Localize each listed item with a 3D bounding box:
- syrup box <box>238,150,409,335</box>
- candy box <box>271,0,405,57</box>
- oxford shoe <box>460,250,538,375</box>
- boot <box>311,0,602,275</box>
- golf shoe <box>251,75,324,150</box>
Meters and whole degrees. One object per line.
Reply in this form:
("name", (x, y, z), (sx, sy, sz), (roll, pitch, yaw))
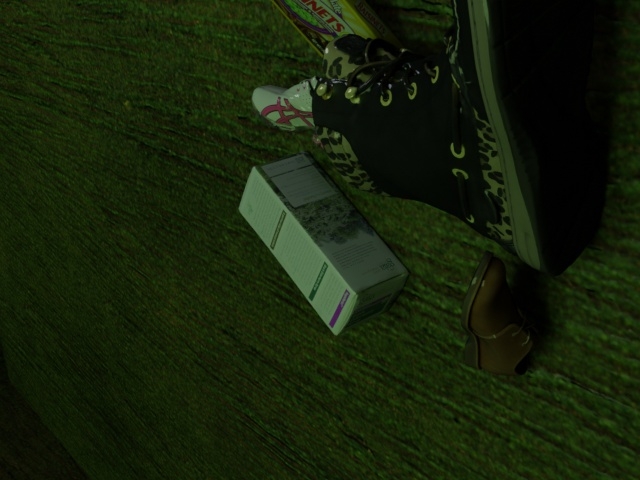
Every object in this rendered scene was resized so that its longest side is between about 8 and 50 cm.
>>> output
("syrup box", (0.000, 0.000, 1.130), (0.237, 0.093, 0.096), (52, 142, 23))
("candy box", (0.002, -0.260, 0.954), (0.206, 0.027, 0.105), (44, 152, -24))
("oxford shoe", (0.192, 0.080, 0.895), (0.076, 0.076, 0.212), (19, 155, 25))
("boot", (0.109, -0.158, 0.808), (0.284, 0.138, 0.377), (23, 145, 45))
("golf shoe", (-0.013, -0.174, 1.084), (0.186, 0.067, 0.085), (26, 124, 34))
